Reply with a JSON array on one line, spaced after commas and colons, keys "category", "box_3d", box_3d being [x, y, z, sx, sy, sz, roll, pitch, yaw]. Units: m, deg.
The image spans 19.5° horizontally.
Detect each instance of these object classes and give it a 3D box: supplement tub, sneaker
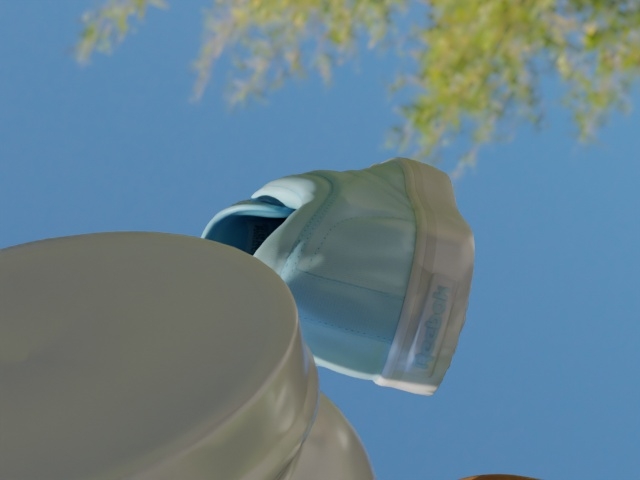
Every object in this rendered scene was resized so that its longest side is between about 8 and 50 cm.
[{"category": "supplement tub", "box_3d": [-0.049, 0.113, 0.450, 0.144, 0.200, 0.144, -8, -154, 4]}, {"category": "sneaker", "box_3d": [0.000, 0.000, 1.185, 0.150, 0.135, 0.366, 17, -178, -6]}]

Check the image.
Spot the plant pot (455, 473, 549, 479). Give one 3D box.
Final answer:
[{"category": "plant pot", "box_3d": [0.096, 0.305, 1.373, 0.203, 0.291, 0.291, 23, -154, -50]}]
